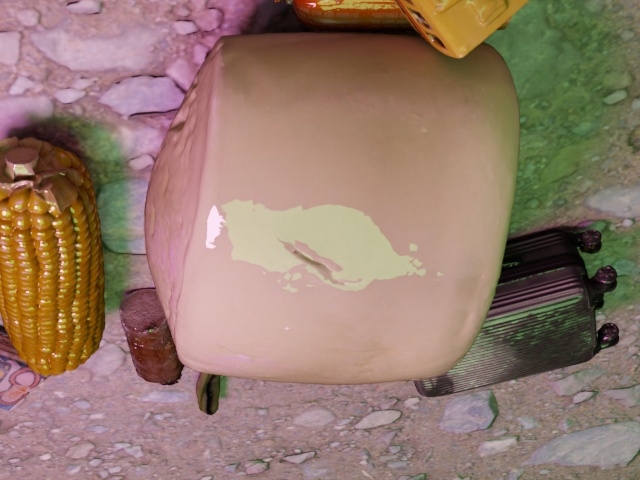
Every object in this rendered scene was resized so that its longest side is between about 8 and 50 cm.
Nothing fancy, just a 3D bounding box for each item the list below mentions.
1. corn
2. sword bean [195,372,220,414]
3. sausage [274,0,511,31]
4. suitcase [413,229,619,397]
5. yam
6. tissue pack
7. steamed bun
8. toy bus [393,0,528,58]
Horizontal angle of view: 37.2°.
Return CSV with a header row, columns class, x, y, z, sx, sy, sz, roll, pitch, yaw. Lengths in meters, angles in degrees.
class,x,y,z,sx,sy,sz,roll,pitch,yaw
corn,-0.321,0.030,1.123,0.144,0.144,0.387,-4,144,-7
sword bean,-0.154,0.175,1.411,0.043,0.038,0.269,7,137,-11
sausage,0.069,-0.240,0.930,0.234,0.071,0.071,-2,140,-9
suitcase,0.256,0.106,1.342,0.312,0.128,0.202,-14,140,7
yam,-0.230,0.136,1.316,0.079,0.079,0.141,-6,140,-5
tissue pack,-0.468,0.171,1.316,0.155,0.065,0.115,28,128,-37
steamed bun,0.000,0.000,1.019,0.371,0.289,0.456,0,145,-11
toy bus,0.050,-0.302,0.775,0.121,0.123,0.335,-40,129,9
